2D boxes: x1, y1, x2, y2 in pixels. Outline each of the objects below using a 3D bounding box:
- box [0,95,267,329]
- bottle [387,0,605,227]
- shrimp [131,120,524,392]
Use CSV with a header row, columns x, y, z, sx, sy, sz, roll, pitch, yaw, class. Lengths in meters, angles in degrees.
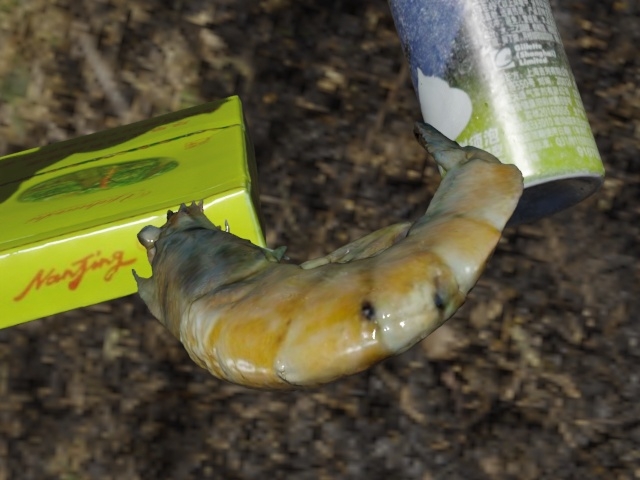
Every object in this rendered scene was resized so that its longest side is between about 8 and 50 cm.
x,y,z,sx,sy,sz,roll,pitch,yaw,class
-0.130,-0.023,1.086,0.335,0.187,0.047,-104,0,-77,box
0.079,-0.174,1.062,0.093,0.093,0.330,-28,70,39,bottle
0.000,0.000,0.717,0.150,0.051,0.217,-35,25,-15,shrimp
